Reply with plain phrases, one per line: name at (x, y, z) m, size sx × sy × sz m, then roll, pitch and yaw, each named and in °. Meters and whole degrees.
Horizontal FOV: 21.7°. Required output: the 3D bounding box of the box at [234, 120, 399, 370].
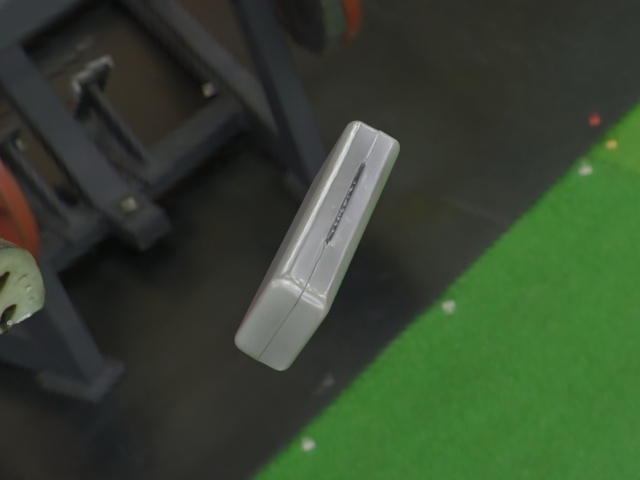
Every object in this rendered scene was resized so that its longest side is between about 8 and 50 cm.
box at (0.000, 0.000, 1.437) m, size 0.055 × 0.103 × 0.243 m, roll 30°, pitch 41°, yaw -4°

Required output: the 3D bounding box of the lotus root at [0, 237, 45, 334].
lotus root at (-0.497, 0.031, 1.889) m, size 0.260 × 0.149 × 0.267 m, roll 29°, pitch 43°, yaw 31°
